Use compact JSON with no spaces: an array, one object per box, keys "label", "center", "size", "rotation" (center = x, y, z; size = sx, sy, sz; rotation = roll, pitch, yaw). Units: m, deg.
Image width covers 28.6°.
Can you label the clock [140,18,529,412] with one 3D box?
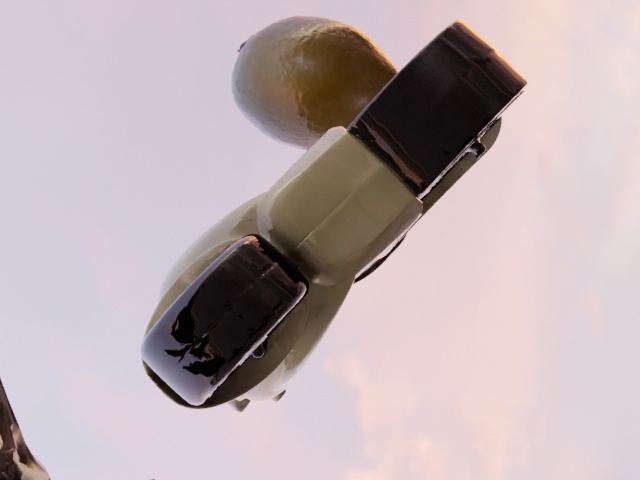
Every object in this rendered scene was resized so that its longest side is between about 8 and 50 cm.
[{"label":"clock","center":[0.000,0.000,0.896],"size":[0.120,0.276,0.379],"rotation":[45,-121,4]}]

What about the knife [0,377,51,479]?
[{"label":"knife","center":[-0.181,-0.011,0.535],"size":[0.043,0.089,0.365],"rotation":[-23,-56,-20]}]

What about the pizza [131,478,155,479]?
[{"label":"pizza","center":[-0.152,0.199,0.648],"size":[0.036,0.176,0.185],"rotation":[32,-108,-43]}]

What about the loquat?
[{"label":"loquat","center":[0.001,-0.158,1.298],"size":[0.152,0.195,0.152],"rotation":[24,-90,-81]}]
